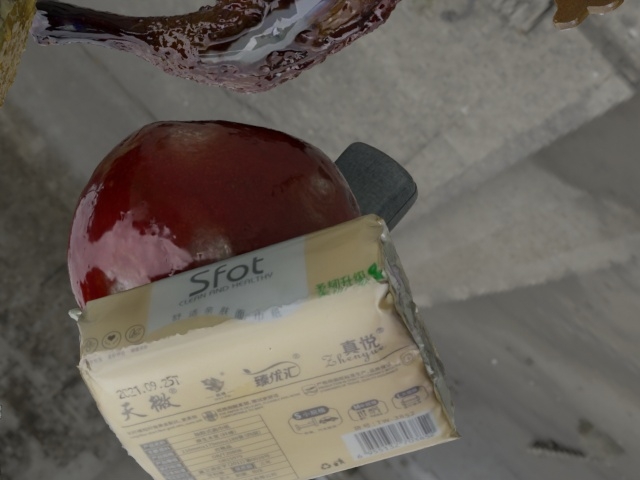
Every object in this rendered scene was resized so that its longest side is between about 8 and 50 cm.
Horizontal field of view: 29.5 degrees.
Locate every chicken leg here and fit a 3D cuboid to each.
[{"bbox_3d":[-0.087,-0.213,1.151,0.096,0.406,0.158,-70,-33,-61],"label":"chicken leg"}]

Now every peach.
[{"bbox_3d":[-0.077,0.012,0.955,0.243,0.243,0.199,52,177,-23],"label":"peach"}]

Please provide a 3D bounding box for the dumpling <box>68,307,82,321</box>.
[{"bbox_3d":[-0.276,0.144,1.744,0.169,0.100,0.134,7,172,-1],"label":"dumpling"}]

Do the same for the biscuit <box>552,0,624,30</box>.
[{"bbox_3d":[0.431,-0.439,2.053,0.031,0.138,0.205,55,-165,-49],"label":"biscuit"}]

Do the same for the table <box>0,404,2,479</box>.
[{"bbox_3d":[-0.432,0.208,1.303,0.146,0.175,0.063,-114,28,-61],"label":"table"}]

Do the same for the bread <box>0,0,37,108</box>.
[{"bbox_3d":[-0.302,-0.136,0.932,0.121,0.246,0.174,18,145,-10],"label":"bread"}]

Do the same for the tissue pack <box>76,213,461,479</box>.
[{"bbox_3d":[-0.033,0.090,0.823,0.090,0.222,0.186,-93,-19,-49],"label":"tissue pack"}]

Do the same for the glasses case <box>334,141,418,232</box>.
[{"bbox_3d":[0.000,0.000,1.779,0.131,0.323,0.074,37,167,29],"label":"glasses case"}]
